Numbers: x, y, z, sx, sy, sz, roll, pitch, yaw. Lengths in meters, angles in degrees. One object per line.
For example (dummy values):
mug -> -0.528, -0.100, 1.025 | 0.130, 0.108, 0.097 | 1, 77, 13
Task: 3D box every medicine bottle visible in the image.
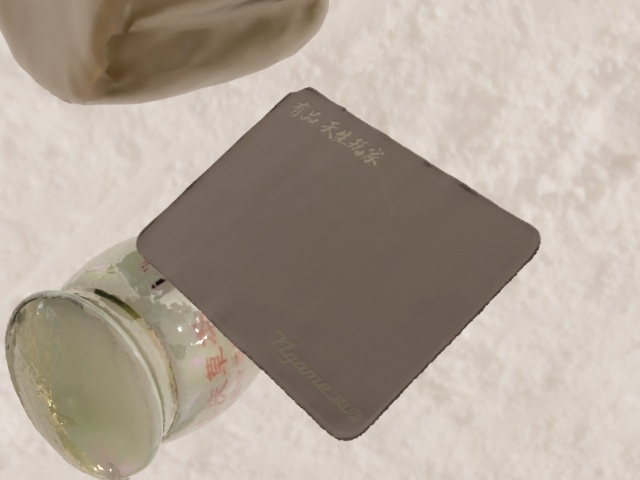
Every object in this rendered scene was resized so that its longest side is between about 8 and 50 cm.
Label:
medicine bottle -> -0.128, 0.077, 0.746 | 0.147, 0.143, 0.147 | 15, 119, 28

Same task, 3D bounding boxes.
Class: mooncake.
mooncake -> -0.118, -0.291, 0.724 | 0.201, 0.378, 0.378 | -12, 133, -33

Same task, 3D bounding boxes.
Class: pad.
pad -> 0.000, 0.000, 0.434 | 0.112, 0.157, 0.003 | -44, 140, -10
